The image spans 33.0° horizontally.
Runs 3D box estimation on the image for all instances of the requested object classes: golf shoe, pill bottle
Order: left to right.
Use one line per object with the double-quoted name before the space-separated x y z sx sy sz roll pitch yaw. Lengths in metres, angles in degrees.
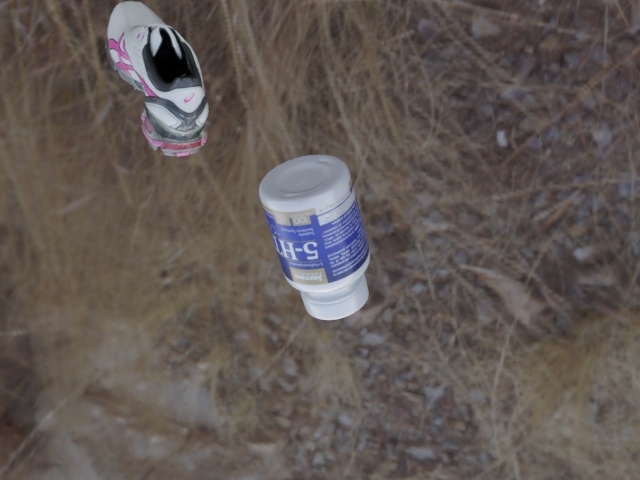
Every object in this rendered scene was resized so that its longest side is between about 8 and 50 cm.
"golf shoe" -0.138 -0.162 0.944 0.067 0.186 0.086 -10 139 -26
"pill bottle" 0.000 0.000 1.322 0.112 0.112 0.187 -3 125 20
